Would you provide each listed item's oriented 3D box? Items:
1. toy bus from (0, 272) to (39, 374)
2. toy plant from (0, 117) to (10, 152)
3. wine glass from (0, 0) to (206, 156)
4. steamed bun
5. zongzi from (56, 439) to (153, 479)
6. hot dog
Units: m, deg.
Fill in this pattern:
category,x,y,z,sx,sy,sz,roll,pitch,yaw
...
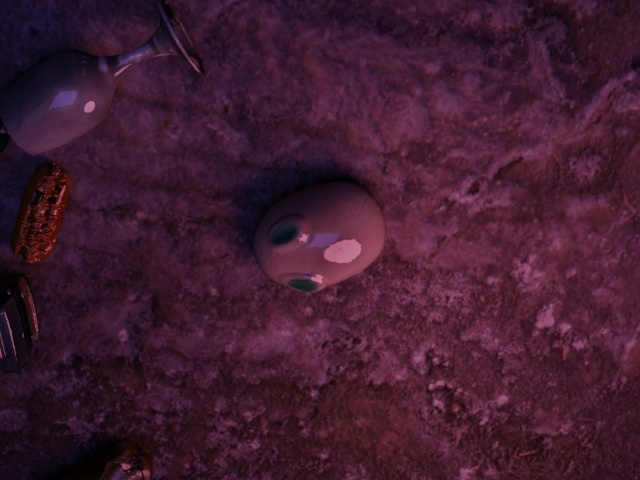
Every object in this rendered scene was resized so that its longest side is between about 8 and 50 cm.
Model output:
category,x,y,z,sx,sy,sz,roll,pitch,yaw
toy bus,-0.618,0.150,1.772,0.275,0.167,0.138,-8,111,-4
toy plant,-0.568,-0.188,1.610,0.112,0.232,0.243,-8,142,22
wine glass,-0.341,-0.250,1.660,0.321,0.143,0.143,-26,111,4
steamed bun,0.000,0.000,1.796,0.228,0.131,0.177,-15,114,-2
zongzi,-0.472,0.447,1.930,0.289,0.123,0.260,25,102,-10
hot dog,-0.463,-0.040,1.774,0.072,0.055,0.188,16,108,-13
